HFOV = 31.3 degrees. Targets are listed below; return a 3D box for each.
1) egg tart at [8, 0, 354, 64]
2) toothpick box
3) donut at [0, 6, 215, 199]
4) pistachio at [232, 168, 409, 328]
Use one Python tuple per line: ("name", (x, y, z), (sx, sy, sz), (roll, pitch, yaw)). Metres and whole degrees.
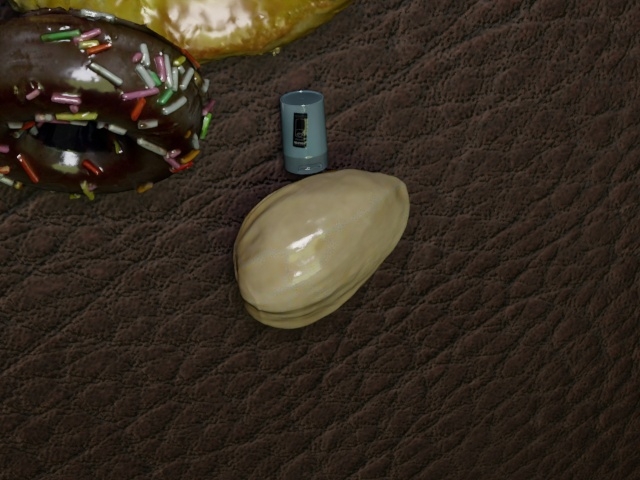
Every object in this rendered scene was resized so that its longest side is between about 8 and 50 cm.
("egg tart", (-0.123, -0.309, 1.040), (0.388, 0.169, 0.388), (-9, 155, -4))
("toothpick box", (-0.019, -0.123, 1.294), (0.052, 0.052, 0.083), (-12, 118, -16))
("donut", (-0.236, -0.123, 1.104), (0.270, 0.103, 0.269), (1, 157, 1))
("pistachio", (0.000, 0.000, 1.304), (0.229, 0.157, 0.157), (-36, 123, -7))
